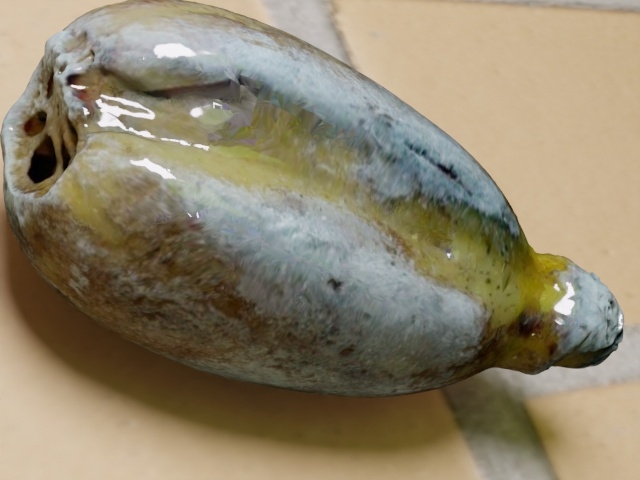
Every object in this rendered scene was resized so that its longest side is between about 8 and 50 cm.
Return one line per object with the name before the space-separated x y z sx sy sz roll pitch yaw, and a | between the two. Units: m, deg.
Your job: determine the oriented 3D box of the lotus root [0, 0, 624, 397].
lotus root | 0.000 0.000 0.765 0.322 0.140 0.158 24 63 -29
